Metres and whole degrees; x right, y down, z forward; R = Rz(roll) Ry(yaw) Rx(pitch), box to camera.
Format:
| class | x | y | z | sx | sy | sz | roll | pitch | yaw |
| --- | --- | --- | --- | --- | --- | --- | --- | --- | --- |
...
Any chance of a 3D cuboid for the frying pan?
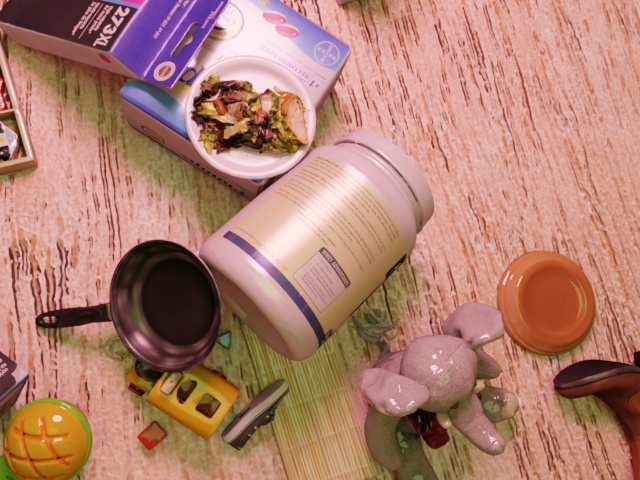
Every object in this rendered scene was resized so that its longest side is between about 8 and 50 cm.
| class | x | y | z | sx | sy | sz | roll | pitch | yaw |
| --- | --- | --- | --- | --- | --- | --- | --- | --- | --- |
| frying pan | -0.273 | 0.126 | 0.883 | 0.326 | 0.053 | 0.197 | -32 | 83 | 23 |

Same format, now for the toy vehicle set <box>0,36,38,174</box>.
| class | x | y | z | sx | sy | sz | roll | pitch | yaw |
| --- | --- | --- | --- | --- | --- | --- | --- | --- | --- |
| toy vehicle set | -0.585 | -0.228 | 0.955 | 0.166 | 0.035 | 0.266 | -18 | 84 | -14 |

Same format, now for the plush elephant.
| class | x | y | z | sx | sy | sz | roll | pitch | yaw |
| --- | --- | --- | --- | --- | --- | --- | --- | --- | --- |
| plush elephant | 0.186 | 0.237 | 0.915 | 0.272 | 0.255 | 0.330 | -34 | 88 | -15 |

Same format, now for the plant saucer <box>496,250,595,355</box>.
| class | x | y | z | sx | sy | sz | roll | pitch | yaw |
| --- | --- | --- | --- | --- | --- | --- | --- | --- | --- |
| plant saucer | 0.430 | 0.115 | 1.098 | 0.200 | 0.037 | 0.199 | 2 | 80 | -12 |

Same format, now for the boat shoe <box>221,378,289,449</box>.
| class | x | y | z | sx | sy | sz | roll | pitch | yaw |
| --- | --- | --- | --- | --- | --- | --- | --- | --- | --- |
| boat shoe | -0.098 | 0.282 | 0.951 | 0.142 | 0.049 | 0.040 | -43 | 101 | 5 |

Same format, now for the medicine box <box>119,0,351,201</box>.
| class | x | y | z | sx | sy | sz | roll | pitch | yaw |
| --- | --- | --- | --- | --- | --- | --- | --- | --- | --- |
| medicine box | -0.139 | -0.256 | 0.992 | 0.264 | 0.149 | 0.289 | 32 | 75 | -4 |

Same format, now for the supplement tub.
| class | x | y | z | sx | sy | sz | roll | pitch | yaw |
| --- | --- | --- | --- | --- | --- | --- | --- | --- | --- |
| supplement tub | 0.000 | 0.000 | 0.924 | 0.325 | 0.235 | 0.235 | -43 | 90 | -19 |

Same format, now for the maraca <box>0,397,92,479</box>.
| class | x | y | z | sx | sy | sz | roll | pitch | yaw |
| --- | --- | --- | --- | --- | --- | --- | --- | --- | --- |
| maraca | -0.413 | 0.313 | 0.868 | 0.127 | 0.099 | 0.185 | 36 | 101 | -1 |

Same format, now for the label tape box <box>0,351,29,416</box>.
| class | x | y | z | sx | sy | sz | roll | pitch | yaw |
| --- | --- | --- | --- | --- | --- | --- | --- | --- | --- |
| label tape box | -0.618 | 0.181 | 0.781 | 0.334 | 0.106 | 0.240 | 38 | 36 | -4 |

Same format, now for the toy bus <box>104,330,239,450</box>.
| class | x | y | z | sx | sy | sz | roll | pitch | yaw |
| --- | --- | --- | --- | --- | --- | --- | --- | --- | --- |
| toy bus | -0.225 | 0.221 | 0.914 | 0.202 | 0.104 | 0.190 | -11 | 82 | -13 |

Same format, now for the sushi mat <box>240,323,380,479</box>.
| class | x | y | z | sx | sy | sz | roll | pitch | yaw |
| --- | --- | --- | --- | --- | --- | --- | --- | --- | --- |
| sushi mat | -0.017 | 0.271 | 0.991 | 0.152 | 0.019 | 0.316 | -17 | 84 | -14 |

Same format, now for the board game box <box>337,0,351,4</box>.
| class | x | y | z | sx | sy | sz | roll | pitch | yaw |
| --- | --- | --- | --- | --- | --- | --- | --- | --- | --- |
| board game box | 0.038 | -0.626 | 1.054 | 0.098 | 0.224 | 0.303 | -22 | 86 | -17 |

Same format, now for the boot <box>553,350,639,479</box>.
| class | x | y | z | sx | sy | sz | roll | pitch | yaw |
| --- | --- | --- | --- | --- | --- | --- | --- | --- | --- |
| boot | 0.564 | 0.355 | 1.076 | 0.264 | 0.096 | 0.280 | -7 | 89 | -20 |

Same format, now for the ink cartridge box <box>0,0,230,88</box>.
| class | x | y | z | sx | sy | sz | roll | pitch | yaw |
| --- | --- | --- | --- | --- | --- | --- | --- | --- | --- |
| ink cartridge box | -0.336 | -0.361 | 0.924 | 0.371 | 0.069 | 0.175 | 22 | 74 | 24 |

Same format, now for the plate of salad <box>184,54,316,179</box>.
| class | x | y | z | sx | sy | sz | roll | pitch | yaw |
| --- | --- | --- | --- | --- | --- | --- | --- | --- | --- |
| plate of salad | -0.103 | -0.191 | 0.885 | 0.200 | 0.048 | 0.199 | 2 | 81 | -11 |

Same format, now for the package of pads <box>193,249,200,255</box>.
| class | x | y | z | sx | sy | sz | roll | pitch | yaw |
| --- | --- | --- | --- | --- | --- | --- | --- | --- | --- |
| package of pads | -0.206 | 0.042 | 0.986 | 0.083 | 0.032 | 0.050 | -18 | 82 | -14 |
